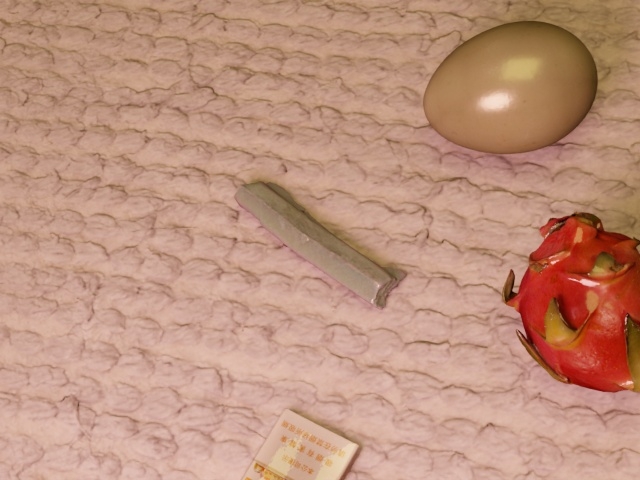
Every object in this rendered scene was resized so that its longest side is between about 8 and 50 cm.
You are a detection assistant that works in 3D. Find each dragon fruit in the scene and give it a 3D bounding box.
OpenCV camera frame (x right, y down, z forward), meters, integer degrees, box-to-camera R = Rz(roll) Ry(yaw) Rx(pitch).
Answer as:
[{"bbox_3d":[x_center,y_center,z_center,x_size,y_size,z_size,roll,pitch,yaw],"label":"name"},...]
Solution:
[{"bbox_3d":[0.356,0.083,1.539,0.227,0.224,0.224,46,74,-12],"label":"dragon fruit"}]

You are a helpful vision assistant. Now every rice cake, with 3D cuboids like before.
[{"bbox_3d":[-0.003,0.000,1.747,0.290,0.051,0.081,35,39,23],"label":"rice cake"}]

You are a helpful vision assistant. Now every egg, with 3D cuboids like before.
[{"bbox_3d":[0.274,-0.219,1.732,0.254,0.188,0.188,-12,61,6],"label":"egg"}]

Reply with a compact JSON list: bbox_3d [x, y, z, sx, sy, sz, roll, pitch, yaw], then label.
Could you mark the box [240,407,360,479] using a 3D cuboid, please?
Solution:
[{"bbox_3d":[-0.053,0.342,1.577,0.122,0.032,0.220,24,69,20],"label":"box"}]
